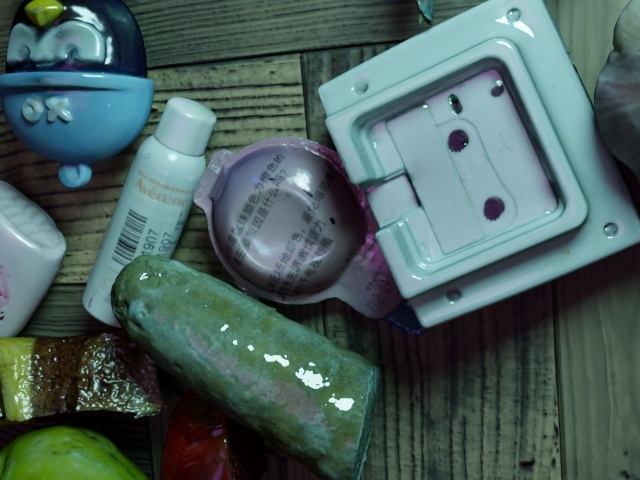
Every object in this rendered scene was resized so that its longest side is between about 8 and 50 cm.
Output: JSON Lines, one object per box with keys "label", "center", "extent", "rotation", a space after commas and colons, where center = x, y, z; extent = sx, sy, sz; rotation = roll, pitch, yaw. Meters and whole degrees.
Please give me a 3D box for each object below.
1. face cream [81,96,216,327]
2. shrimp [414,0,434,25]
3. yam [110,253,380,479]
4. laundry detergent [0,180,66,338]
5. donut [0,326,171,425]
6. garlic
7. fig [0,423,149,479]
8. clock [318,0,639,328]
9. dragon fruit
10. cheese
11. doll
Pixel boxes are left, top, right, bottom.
{"label": "face cream", "center": [-0.188, -0.032, 1.068], "extent": [0.082, 0.082, 0.269], "rotation": [31, 111, 16]}
{"label": "shrimp", "center": [0.165, -0.357, 0.840], "extent": [0.247, 0.085, 0.360], "rotation": [22, 96, 19]}
{"label": "yam", "center": [-0.074, 0.123, 1.001], "extent": [0.330, 0.133, 0.133], "rotation": [31, 111, 9]}
{"label": "laundry detergent", "center": [-0.452, 0.084, 1.202], "extent": [0.159, 0.088, 0.335], "rotation": [46, 114, 9]}
{"label": "donut", "center": [-0.325, 0.163, 1.137], "extent": [0.295, 0.151, 0.112], "rotation": [0, 81, -7]}
{"label": "garlic", "center": [0.350, -0.105, 0.759], "extent": [0.257, 0.207, 0.207], "rotation": [-135, 56, -60]}
{"label": "fig", "center": [-0.255, 0.340, 1.120], "extent": [0.314, 0.233, 0.233], "rotation": [12, 106, -7]}
{"label": "clock", "center": [0.144, -0.073, 0.881], "extent": [0.231, 0.116, 0.262], "rotation": [-24, 90, 17]}
{"label": "dragon fruit", "center": [-0.135, 0.217, 1.070], "extent": [0.121, 0.127, 0.161], "rotation": [-2, 99, 16]}
{"label": "cheese", "center": [0.000, 0.000, 0.995], "extent": [0.286, 0.074, 0.189], "rotation": [27, 112, 4]}
{"label": "doll", "center": [-0.270, -0.214, 1.040], "extent": [0.177, 0.141, 0.314], "rotation": [1, 97, 19]}
